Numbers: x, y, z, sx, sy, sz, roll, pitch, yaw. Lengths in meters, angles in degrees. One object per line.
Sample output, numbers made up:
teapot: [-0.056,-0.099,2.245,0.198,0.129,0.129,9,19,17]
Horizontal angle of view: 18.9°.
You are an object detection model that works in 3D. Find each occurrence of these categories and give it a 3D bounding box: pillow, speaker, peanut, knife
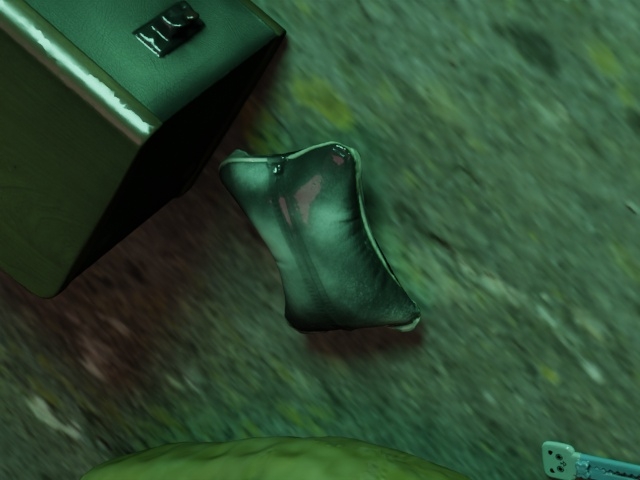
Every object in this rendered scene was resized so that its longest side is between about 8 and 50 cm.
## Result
pillow: [-0.001,0.001,1.150,0.091,0.055,0.136,-17,114,7]
speaker: [-0.173,-0.116,1.129,0.231,0.153,0.192,41,133,6]
peanut: [-0.027,0.222,1.235,0.387,0.169,0.192,-7,119,37]
knife: [0.176,0.140,1.150,0.096,0.010,0.027,8,123,30]
